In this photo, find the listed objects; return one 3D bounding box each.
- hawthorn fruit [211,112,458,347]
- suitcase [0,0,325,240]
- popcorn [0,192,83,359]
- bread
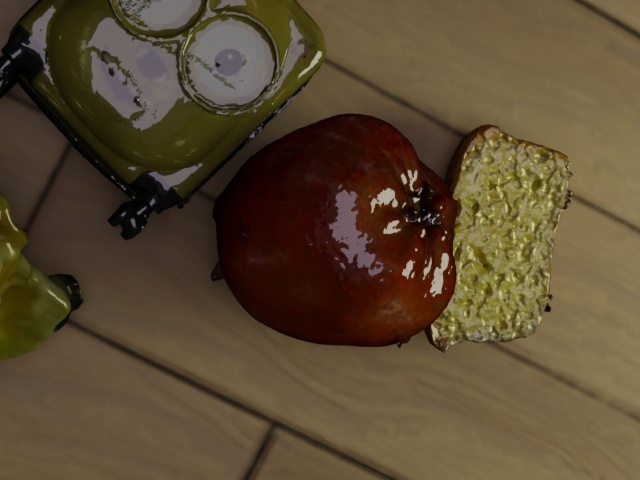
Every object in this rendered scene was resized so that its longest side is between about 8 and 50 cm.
[{"bbox_3d":[0.000,0.000,1.417,0.202,0.185,0.185,-14,95,24],"label":"hawthorn fruit"},{"bbox_3d":[-0.124,-0.141,1.405,0.235,0.143,0.194,-44,97,-5],"label":"suitcase"},{"bbox_3d":[-0.358,0.040,1.333,0.293,0.237,0.293,8,132,9],"label":"popcorn"},{"bbox_3d":[0.141,0.002,1.489,0.103,0.065,0.187,8,90,-10],"label":"bread"}]
